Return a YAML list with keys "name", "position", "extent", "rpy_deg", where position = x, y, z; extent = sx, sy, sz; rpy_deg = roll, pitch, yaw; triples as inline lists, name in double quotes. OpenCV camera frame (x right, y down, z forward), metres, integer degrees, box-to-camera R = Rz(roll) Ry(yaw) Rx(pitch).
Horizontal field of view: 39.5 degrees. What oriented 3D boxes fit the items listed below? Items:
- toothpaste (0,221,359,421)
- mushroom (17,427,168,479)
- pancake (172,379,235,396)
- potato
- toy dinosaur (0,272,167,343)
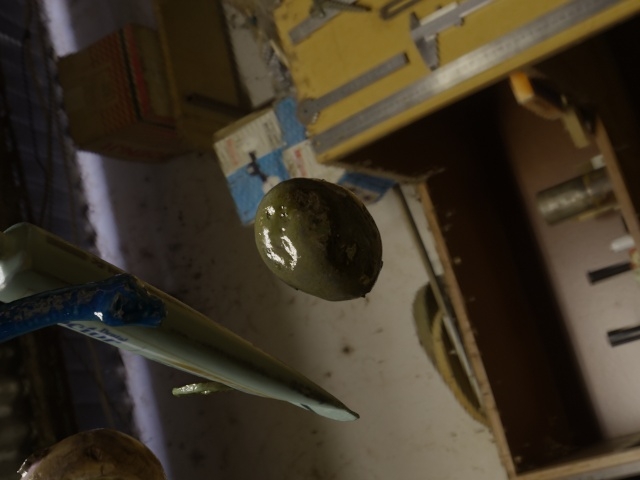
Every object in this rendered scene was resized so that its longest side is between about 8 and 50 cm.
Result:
- name: "toothpaste"
  position: [-0.081, 0.045, 0.447]
  extent: [0.255, 0.067, 0.037]
  rpy_deg: [33, -109, -37]
- name: "mushroom"
  position: [-0.357, 0.412, 1.387]
  extent: [0.255, 0.255, 0.184]
  rpy_deg: [52, -169, -25]
- name: "pancake"
  position: [-0.132, 0.181, 1.097]
  extent: [0.108, 0.108, 0.017]
  rpy_deg: [9, -109, -56]
- name: "potato"
  position: [0.000, 0.000, 1.458]
  extent: [0.235, 0.178, 0.160]
  rpy_deg: [52, -154, -10]
- name: "toy dinosaur"
  position: [-0.233, 0.029, 0.319]
  extent: [0.329, 0.144, 0.076]
  rpy_deg: [21, -168, -16]
